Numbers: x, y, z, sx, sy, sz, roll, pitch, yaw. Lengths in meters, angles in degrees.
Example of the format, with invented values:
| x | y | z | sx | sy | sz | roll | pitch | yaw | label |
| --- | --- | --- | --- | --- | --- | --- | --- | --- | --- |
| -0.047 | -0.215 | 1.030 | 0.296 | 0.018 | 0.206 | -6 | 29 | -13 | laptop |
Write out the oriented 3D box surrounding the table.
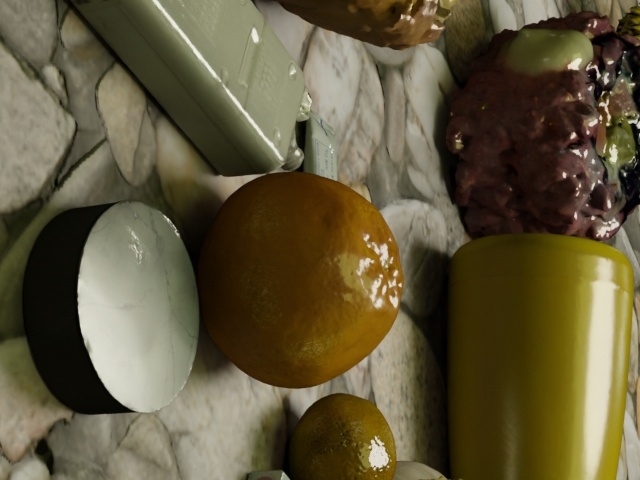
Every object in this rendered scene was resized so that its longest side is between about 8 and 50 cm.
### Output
| x | y | z | sx | sy | sz | roll | pitch | yaw | label |
| --- | --- | --- | --- | --- | --- | --- | --- | --- | --- |
| -0.129 | 0.043 | 0.985 | 0.133 | 0.043 | 0.133 | 22 | 65 | -60 | table |

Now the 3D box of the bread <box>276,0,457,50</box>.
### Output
| x | y | z | sx | sy | sz | roll | pitch | yaw | label |
| --- | --- | --- | --- | --- | --- | --- | --- | --- | --- |
| 0.025 | -0.276 | 1.239 | 0.274 | 0.149 | 0.274 | 35 | 49 | -52 | bread |

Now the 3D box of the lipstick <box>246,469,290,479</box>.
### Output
| x | y | z | sx | sy | sz | roll | pitch | yaw | label |
| --- | --- | --- | --- | --- | --- | --- | --- | --- | --- |
| -0.016 | 0.220 | 1.174 | 0.129 | 0.030 | 0.030 | 56 | 38 | -40 | lipstick |

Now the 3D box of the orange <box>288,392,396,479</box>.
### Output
| x | y | z | sx | sy | sz | roll | pitch | yaw | label |
| --- | --- | --- | --- | --- | --- | --- | --- | --- | --- |
| 0.016 | 0.161 | 1.194 | 0.085 | 0.085 | 0.095 | 52 | 30 | -45 | orange |

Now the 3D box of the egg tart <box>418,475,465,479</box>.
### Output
| x | y | z | sx | sy | sz | roll | pitch | yaw | label |
| --- | --- | --- | --- | --- | --- | --- | --- | --- | --- |
| 0.081 | 0.315 | 1.193 | 0.279 | 0.095 | 0.279 | -16 | 113 | -42 | egg tart |

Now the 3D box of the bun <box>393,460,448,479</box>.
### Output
| x | y | z | sx | sy | sz | roll | pitch | yaw | label |
| --- | --- | --- | --- | --- | --- | --- | --- | --- | --- |
| 0.088 | 0.250 | 1.303 | 0.138 | 0.094 | 0.138 | 22 | 64 | -56 | bun |

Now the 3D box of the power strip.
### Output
| x | y | z | sx | sy | sz | roll | pitch | yaw | label |
| --- | --- | --- | --- | --- | --- | --- | --- | --- | --- |
| -0.097 | -0.153 | 1.074 | 0.338 | 0.058 | 0.098 | 50 | 42 | -46 | power strip |

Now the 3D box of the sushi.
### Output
| x | y | z | sx | sy | sz | roll | pitch | yaw | label |
| --- | --- | --- | --- | --- | --- | --- | --- | --- | --- |
| 0.242 | -0.112 | 1.593 | 0.270 | 0.171 | 0.236 | -48 | 127 | -49 | sushi |

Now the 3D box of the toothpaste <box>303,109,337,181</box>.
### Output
| x | y | z | sx | sy | sz | roll | pitch | yaw | label |
| --- | --- | --- | --- | --- | --- | --- | --- | --- | --- |
| 0.000 | 0.000 | 1.257 | 0.052 | 0.033 | 0.218 | 35 | 51 | -57 | toothpaste |

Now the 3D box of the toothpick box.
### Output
| x | y | z | sx | sy | sz | roll | pitch | yaw | label |
| --- | --- | --- | --- | --- | --- | --- | --- | --- | --- |
| 0.201 | 0.141 | 1.459 | 0.175 | 0.175 | 0.271 | 27 | 64 | -58 | toothpick box |

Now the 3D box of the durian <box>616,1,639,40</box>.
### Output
| x | y | z | sx | sy | sz | roll | pitch | yaw | label |
| --- | --- | --- | --- | --- | --- | --- | --- | --- | --- |
| 0.387 | -0.195 | 1.924 | 0.193 | 0.138 | 0.237 | -12 | 96 | -57 | durian |

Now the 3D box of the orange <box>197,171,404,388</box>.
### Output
| x | y | z | sx | sy | sz | roll | pitch | yaw | label |
| --- | --- | --- | --- | --- | --- | --- | --- | --- | --- |
| -0.011 | 0.028 | 1.114 | 0.159 | 0.136 | 0.159 | -8 | 90 | -66 | orange |
